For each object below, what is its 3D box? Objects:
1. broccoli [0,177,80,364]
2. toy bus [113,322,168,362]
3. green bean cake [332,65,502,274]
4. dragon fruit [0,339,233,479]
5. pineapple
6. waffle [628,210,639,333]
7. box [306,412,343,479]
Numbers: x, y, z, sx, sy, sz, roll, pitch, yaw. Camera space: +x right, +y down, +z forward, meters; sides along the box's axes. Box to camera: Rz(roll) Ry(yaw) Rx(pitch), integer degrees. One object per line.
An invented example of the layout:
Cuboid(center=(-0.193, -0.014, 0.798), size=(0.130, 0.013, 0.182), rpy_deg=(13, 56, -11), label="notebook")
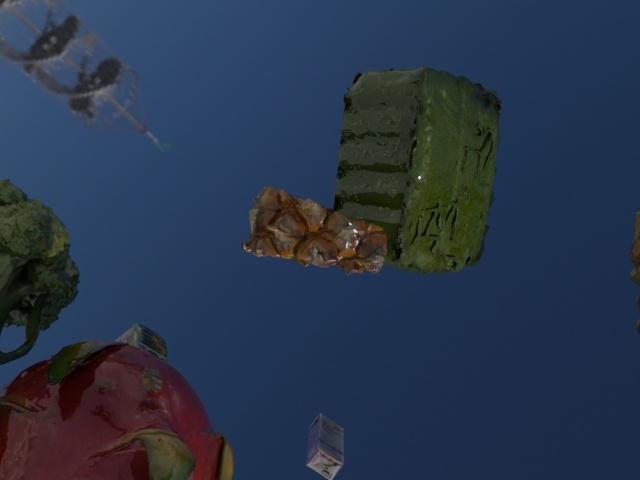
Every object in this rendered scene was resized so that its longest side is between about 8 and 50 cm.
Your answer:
Cuboid(center=(-0.379, 0.026, 0.933), size=(0.186, 0.254, 0.302), rpy_deg=(-28, -160, 5), label="broccoli")
Cuboid(center=(-0.390, 0.255, 1.577), size=(0.262, 0.091, 0.109), rpy_deg=(-36, -145, 21), label="toy bus")
Cuboid(center=(0.109, -0.073, 0.933), size=(0.113, 0.200, 0.214), rpy_deg=(9, -88, 37), label="green bean cake")
Cuboid(center=(-0.239, 0.260, 0.868), size=(0.290, 0.290, 0.189), rpy_deg=(-41, -167, 5), label="dragon fruit")
Cuboid(center=(0.000, 0.000, 0.827), size=(0.137, 0.116, 0.069), rpy_deg=(19, -90, 15), label="pineapple")
Cuboid(center=(0.505, 0.063, 0.998), size=(0.301, 0.281, 0.058), rpy_deg=(17, -149, 34), label="waffle")
Cuboid(center=(0.008, 0.314, 1.316), size=(0.036, 0.050, 0.117), rpy_deg=(-53, -170, 14), label="box")
